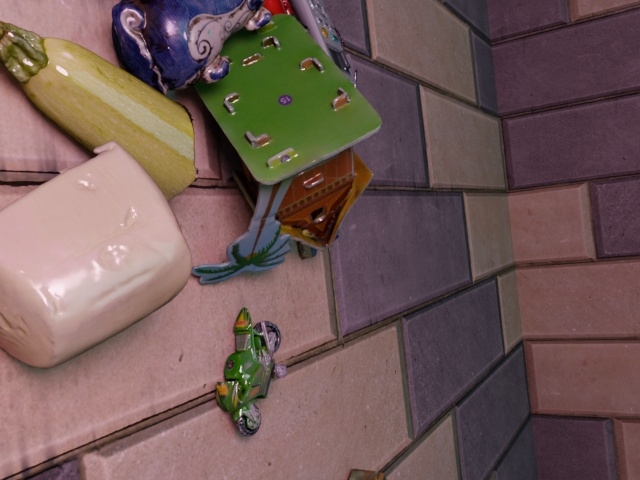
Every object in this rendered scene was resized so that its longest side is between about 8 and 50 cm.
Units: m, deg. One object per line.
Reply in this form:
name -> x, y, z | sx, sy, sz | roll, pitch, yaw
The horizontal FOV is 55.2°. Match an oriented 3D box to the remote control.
remote control -> -0.014, -0.440, 1.217 | 0.103, 0.051, 0.293 | -6, 71, -63

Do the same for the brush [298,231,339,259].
brush -> 0.000, 0.000, 1.269 | 0.164, 0.014, 0.051 | -21, 105, -60

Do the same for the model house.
model house -> -0.106, -0.116, 1.013 | 0.300, 0.340, 0.324 | 55, -13, 30

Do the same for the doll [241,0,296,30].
doll -> -0.078, -0.368, 1.134 | 0.384, 0.099, 0.188 | 63, 36, -26

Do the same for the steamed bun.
steamed bun -> -0.278, 0.026, 0.676 | 0.225, 0.170, 0.200 | -32, 81, -40

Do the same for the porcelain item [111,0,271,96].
porcelain item -> -0.179, -0.341, 0.849 | 0.288, 0.137, 0.186 | -57, 144, -30

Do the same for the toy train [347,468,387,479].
toy train -> 0.083, 0.557, 1.251 | 0.188, 0.072, 0.099 | -57, 134, -47

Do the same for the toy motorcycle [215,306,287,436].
toy motorcycle -> -0.117, 0.212, 0.986 | 0.106, 0.074, 0.190 | 37, 54, -41

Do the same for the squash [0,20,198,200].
squash -> -0.274, -0.179, 0.750 | 0.287, 0.137, 0.137 | 41, 50, -38

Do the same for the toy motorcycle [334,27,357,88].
toy motorcycle -> 0.028, -0.350, 1.318 | 0.122, 0.080, 0.216 | -22, 108, -59
